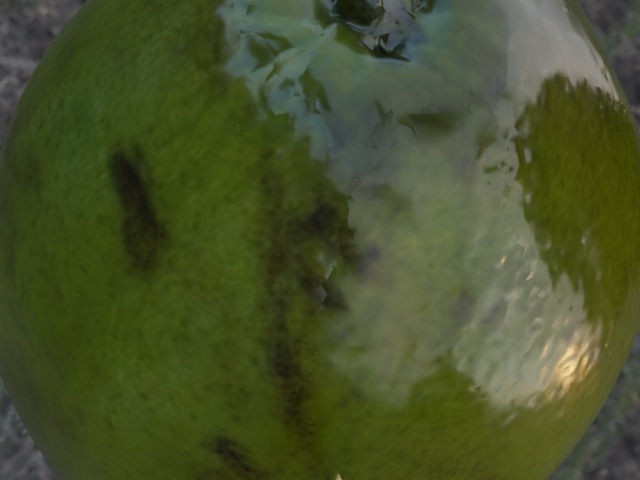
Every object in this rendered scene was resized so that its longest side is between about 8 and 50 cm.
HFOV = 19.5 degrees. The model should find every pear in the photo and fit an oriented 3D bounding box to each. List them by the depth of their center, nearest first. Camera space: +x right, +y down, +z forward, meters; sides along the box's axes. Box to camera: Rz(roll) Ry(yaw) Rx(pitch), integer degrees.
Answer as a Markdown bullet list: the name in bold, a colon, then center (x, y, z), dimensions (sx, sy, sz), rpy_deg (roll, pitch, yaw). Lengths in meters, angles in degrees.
- **pear**: center (0.000, 0.000, 0.581), dimensions (0.212, 0.269, 0.212), rpy_deg (1, 59, -2)
